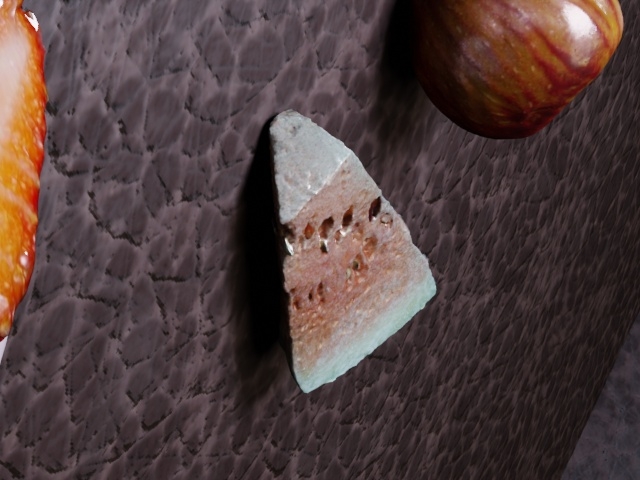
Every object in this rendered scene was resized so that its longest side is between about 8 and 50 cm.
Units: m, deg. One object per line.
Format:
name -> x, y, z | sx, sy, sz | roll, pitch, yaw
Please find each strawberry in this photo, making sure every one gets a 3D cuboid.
strawberry -> -0.196, -0.030, 0.658 | 0.236, 0.106, 0.175 | -17, 98, -81

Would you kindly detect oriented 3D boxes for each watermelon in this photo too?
watermelon -> 0.000, 0.000, 1.170 | 0.154, 0.094, 0.241 | -46, 148, -24

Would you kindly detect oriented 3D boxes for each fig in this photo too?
fig -> 0.131, -0.186, 1.235 | 0.175, 0.207, 0.175 | -55, -166, 20

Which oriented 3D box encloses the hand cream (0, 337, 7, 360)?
hand cream -> -0.224, 0.124, 0.809 | 0.111, 0.070, 0.312 | -24, 139, -61
